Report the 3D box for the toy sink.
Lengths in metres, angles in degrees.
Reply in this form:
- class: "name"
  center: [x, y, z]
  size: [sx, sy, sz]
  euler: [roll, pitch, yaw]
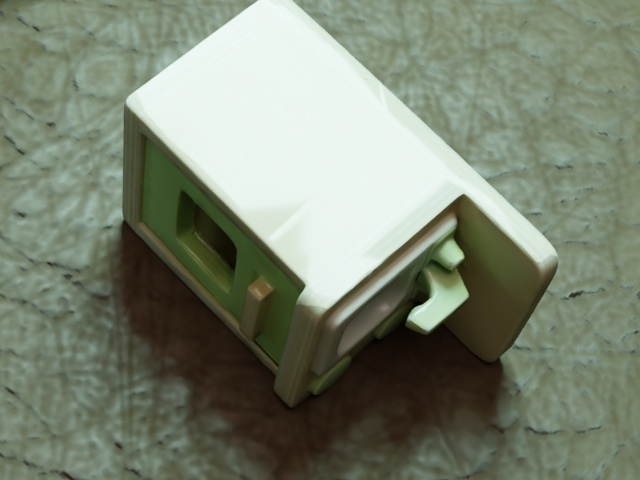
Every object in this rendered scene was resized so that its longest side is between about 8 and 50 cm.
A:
- class: "toy sink"
  center: [0.000, 0.000, 0.981]
  size: [0.131, 0.153, 0.234]
  euler: [-40, 76, -22]
